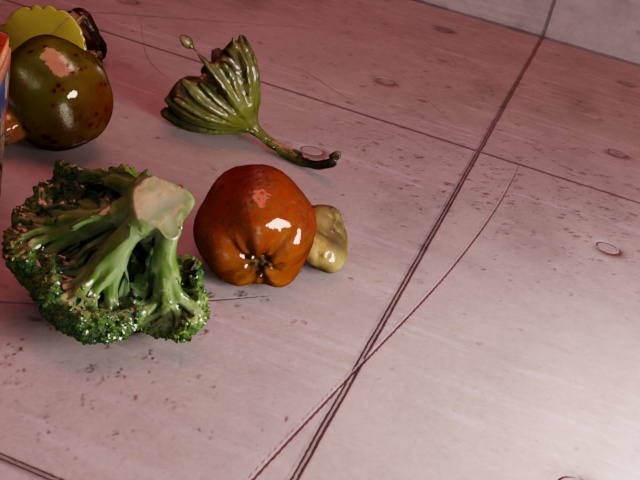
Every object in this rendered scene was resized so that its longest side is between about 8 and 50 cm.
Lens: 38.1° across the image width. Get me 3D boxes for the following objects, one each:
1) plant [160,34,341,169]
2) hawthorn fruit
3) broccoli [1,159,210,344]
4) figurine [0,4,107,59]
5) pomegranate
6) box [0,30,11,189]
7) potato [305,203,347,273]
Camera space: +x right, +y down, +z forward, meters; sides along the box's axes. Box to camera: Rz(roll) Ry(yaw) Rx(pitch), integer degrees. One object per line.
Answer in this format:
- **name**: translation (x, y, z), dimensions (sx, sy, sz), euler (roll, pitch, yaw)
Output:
- **plant**: translation (-0.154, -0.213, 1.743), dimensions (0.180, 0.251, 0.333), euler (-30, 86, -30)
- **hawthorn fruit**: translation (-0.091, -0.021, 1.319), dimensions (0.189, 0.189, 0.189), euler (11, 27, -6)
- **broccoli**: translation (-0.249, 0.008, 1.140), dimensions (0.261, 0.241, 0.269), euler (25, 52, -20)
- **figurine**: translation (-0.529, -0.404, 1.861), dimensions (0.168, 0.187, 0.315), euler (21, 20, -9)
- **pomegranate**: translation (-0.459, -0.235, 1.530), dimensions (0.198, 0.198, 0.246), euler (26, 32, 24)
- **box**: translation (-0.583, -0.117, 1.174), dimensions (0.319, 0.256, 0.348), euler (6, 28, -11)
- **potato**: translation (0.000, 0.000, 1.416), dimensions (0.091, 0.070, 0.138), euler (39, 31, -18)
